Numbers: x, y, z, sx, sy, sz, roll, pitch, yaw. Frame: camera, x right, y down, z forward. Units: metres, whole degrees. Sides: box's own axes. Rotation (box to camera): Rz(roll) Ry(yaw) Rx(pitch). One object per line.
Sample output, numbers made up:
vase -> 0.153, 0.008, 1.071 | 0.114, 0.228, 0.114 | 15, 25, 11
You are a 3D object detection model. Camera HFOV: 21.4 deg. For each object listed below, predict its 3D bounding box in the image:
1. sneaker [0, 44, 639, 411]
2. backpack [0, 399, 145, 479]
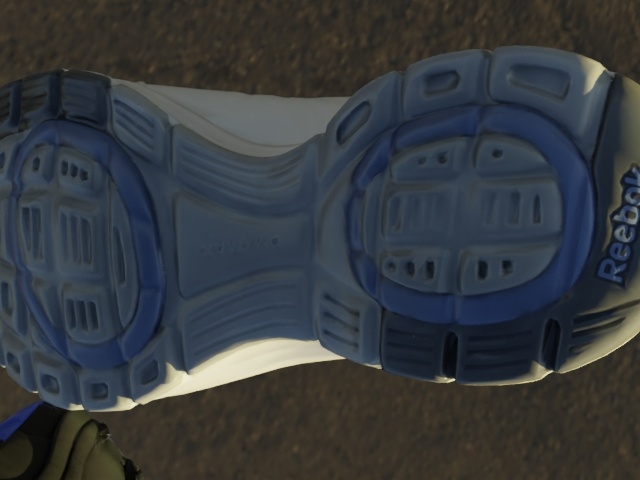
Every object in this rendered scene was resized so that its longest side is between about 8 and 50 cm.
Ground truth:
sneaker -> 0.000, 0.000, 0.546 | 0.297, 0.129, 0.111 | 3, 93, 37
backpack -> -0.133, 0.129, 0.728 | 0.101, 0.120, 0.098 | -28, 104, 27
